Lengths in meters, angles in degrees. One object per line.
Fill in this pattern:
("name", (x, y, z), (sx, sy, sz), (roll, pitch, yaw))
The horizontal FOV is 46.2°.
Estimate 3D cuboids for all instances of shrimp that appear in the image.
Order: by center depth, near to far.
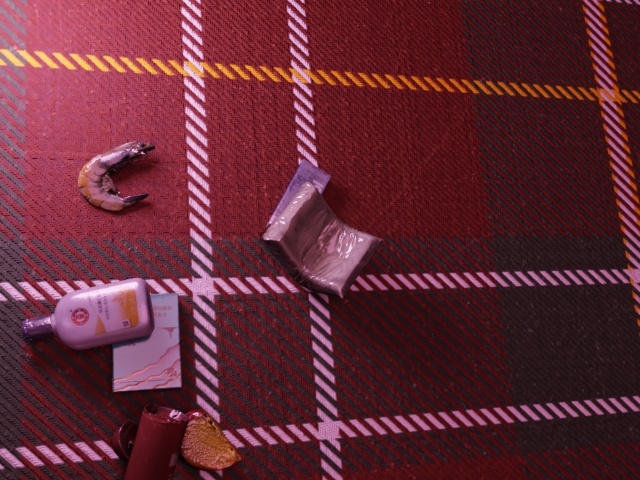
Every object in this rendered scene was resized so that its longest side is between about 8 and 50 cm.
("shrimp", (-0.492, -0.161, 1.873), (0.217, 0.051, 0.150), (-34, 91, -14))

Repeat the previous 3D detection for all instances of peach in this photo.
("peach", (-0.269, 0.470, 1.755), (0.172, 0.092, 0.127), (30, 76, -17))

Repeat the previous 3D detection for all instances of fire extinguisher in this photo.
("fire extinguisher", (-0.362, 0.544, 1.645), (0.147, 0.106, 0.337), (14, 89, 11))

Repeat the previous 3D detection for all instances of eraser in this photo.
("eraser", (-0.056, -0.106, 1.993), (0.091, 0.046, 0.213), (30, 69, -8))

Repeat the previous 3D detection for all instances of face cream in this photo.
("face cream", (-0.535, 0.177, 1.728), (0.291, 0.071, 0.144), (-10, 75, -4))

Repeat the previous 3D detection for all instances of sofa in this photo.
("sofa", (0.000, 0.000, 1.880), (0.210, 0.176, 0.225), (-52, 125, -23))

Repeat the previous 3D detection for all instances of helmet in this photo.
("helmet", (-0.444, 0.470, 1.715), (0.111, 0.057, 0.089), (63, 23, -17))

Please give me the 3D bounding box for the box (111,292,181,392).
("box", (-0.417, 0.243, 1.791), (0.161, 0.041, 0.229), (-1, 76, -16))
